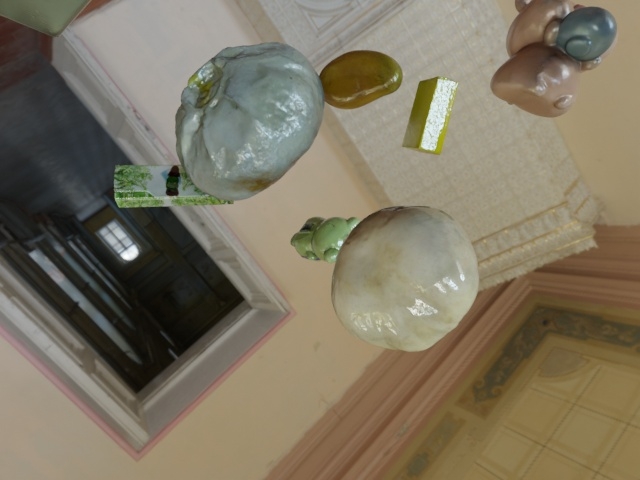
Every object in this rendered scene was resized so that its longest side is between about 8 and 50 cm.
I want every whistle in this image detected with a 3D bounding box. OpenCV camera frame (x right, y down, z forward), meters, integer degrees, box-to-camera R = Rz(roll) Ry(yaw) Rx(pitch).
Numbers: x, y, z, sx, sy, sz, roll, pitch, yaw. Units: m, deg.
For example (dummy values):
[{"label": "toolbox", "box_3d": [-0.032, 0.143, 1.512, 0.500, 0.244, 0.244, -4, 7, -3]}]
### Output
[{"label": "whistle", "box_3d": [0.000, 0.000, 0.881, 0.105, 0.085, 0.227, -55, -157, -19]}]

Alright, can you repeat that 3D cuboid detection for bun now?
[{"label": "bun", "box_3d": [-0.170, -0.262, 0.918, 0.362, 0.211, 0.361, -11, -112, 29]}]

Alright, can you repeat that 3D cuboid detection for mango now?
[{"label": "mango", "box_3d": [0.094, -0.388, 1.044, 0.228, 0.136, 0.099, 6, -177, 37]}]

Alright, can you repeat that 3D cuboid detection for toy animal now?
[{"label": "toy animal", "box_3d": [0.479, -0.379, 0.912, 0.229, 0.210, 0.221, -87, -157, -57]}]

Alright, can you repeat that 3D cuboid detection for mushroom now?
[{"label": "mushroom", "box_3d": [0.085, 0.039, 0.432, 0.154, 0.123, 0.154, -30, -137, 32]}]

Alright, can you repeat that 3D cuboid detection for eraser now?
[{"label": "eraser", "box_3d": [0.189, -0.215, 0.755, 0.097, 0.045, 0.122, -114, -144, -75]}]

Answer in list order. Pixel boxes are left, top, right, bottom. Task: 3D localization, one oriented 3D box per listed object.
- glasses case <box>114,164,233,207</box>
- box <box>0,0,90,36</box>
[{"label": "glasses case", "box_3d": [-0.354, -0.138, 1.066, 0.273, 0.095, 0.062, -4, 157, -12]}, {"label": "box", "box_3d": [-0.719, -0.708, 1.039, 0.344, 0.177, 0.352, -23, 164, 32]}]
